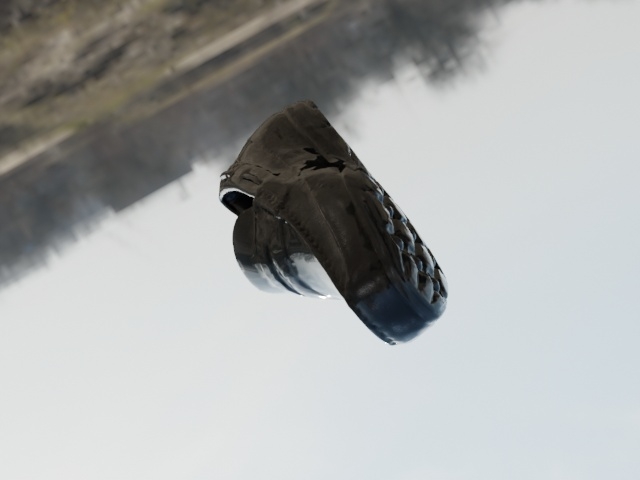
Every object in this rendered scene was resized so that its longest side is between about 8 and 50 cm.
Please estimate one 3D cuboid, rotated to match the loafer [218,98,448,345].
[{"bbox_3d":[0.000,0.000,0.828,0.078,0.076,0.223,-39,-155,3],"label":"loafer"}]
